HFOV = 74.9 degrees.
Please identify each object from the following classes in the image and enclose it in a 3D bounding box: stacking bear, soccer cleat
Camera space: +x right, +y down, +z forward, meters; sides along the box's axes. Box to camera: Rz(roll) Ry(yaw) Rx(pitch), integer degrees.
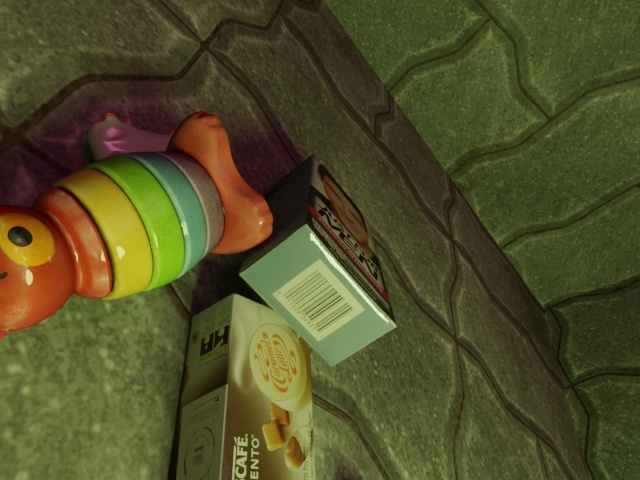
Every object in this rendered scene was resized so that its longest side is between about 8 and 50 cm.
[{"bbox_3d":[-0.222,-0.009,0.438,0.289,0.164,0.175,-32,93,-47],"label":"stacking bear"},{"bbox_3d":[-0.234,-0.123,0.605,0.196,0.068,0.076,-1,80,-54],"label":"soccer cleat"}]

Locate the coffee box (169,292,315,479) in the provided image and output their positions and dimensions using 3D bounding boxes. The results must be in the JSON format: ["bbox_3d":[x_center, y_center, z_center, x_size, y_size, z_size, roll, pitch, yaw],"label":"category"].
[{"bbox_3d":[-0.087,0.209,0.500,0.141,0.098,0.247,32,41,-38],"label":"coffee box"}]

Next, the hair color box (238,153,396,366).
[{"bbox_3d":[0.000,0.000,0.682,0.185,0.113,0.374,49,15,-18],"label":"hair color box"}]
